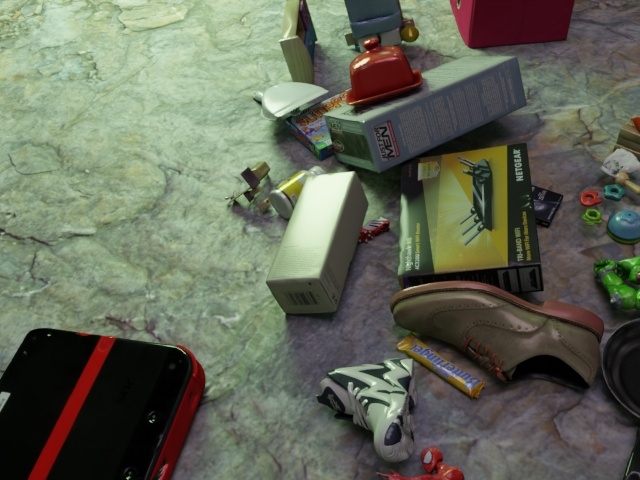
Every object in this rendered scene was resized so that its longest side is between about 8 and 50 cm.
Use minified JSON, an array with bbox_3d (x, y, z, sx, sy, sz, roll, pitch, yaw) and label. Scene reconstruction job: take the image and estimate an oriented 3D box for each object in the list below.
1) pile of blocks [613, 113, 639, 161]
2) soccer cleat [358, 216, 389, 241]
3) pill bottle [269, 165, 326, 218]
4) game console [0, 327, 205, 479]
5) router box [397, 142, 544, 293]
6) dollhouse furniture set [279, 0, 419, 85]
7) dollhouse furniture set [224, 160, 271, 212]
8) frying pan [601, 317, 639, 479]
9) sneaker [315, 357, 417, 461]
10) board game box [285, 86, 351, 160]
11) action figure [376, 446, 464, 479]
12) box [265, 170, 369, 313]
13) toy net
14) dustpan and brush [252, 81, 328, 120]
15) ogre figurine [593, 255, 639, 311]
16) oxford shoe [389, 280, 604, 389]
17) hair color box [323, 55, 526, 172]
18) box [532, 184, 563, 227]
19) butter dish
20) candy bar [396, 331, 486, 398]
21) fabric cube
[{"bbox_3d":[0.738,-0.158,1.484,0.149,0.112,0.362,-22,50,-15],"label":"pile of blocks"},{"bbox_3d":[0.095,-0.022,1.468,0.083,0.029,0.035,-24,39,-18],"label":"soccer cleat"},{"bbox_3d":[-0.040,-0.100,1.522,0.116,0.065,0.065,-37,55,-26],"label":"pill bottle"},{"bbox_3d":[-0.388,0.314,1.188,0.342,0.060,0.386,4,47,15],"label":"game console"},{"bbox_3d":[0.271,-0.036,1.398,0.243,0.081,0.308,-7,46,16],"label":"router box"},{"bbox_3d":[0.061,-0.529,1.754,0.304,0.286,0.198,-9,47,12],"label":"dollhouse furniture set"},{"bbox_3d":[-0.141,-0.104,1.572,0.081,0.091,0.114,-32,12,29],"label":"dollhouse furniture set"},{"bbox_3d":[0.538,0.262,1.160,0.198,0.053,0.326,2,54,9],"label":"frying pan"},{"bbox_3d":[0.062,0.255,1.145,0.153,0.094,0.235,-6,24,13],"label":"sneaker"},{"bbox_3d":[0.042,-0.265,1.685,0.201,0.035,0.136,-30,52,-21],"label":"board game box"},{"bbox_3d":[0.154,0.410,1.024,0.139,0.091,0.280,-2,47,-10],"label":"action figure"},{"bbox_3d":[0.000,0.000,1.392,0.113,0.094,0.275,-3,45,27],"label":"box"},{"bbox_3d":[0.571,-0.094,1.488,0.122,0.045,0.232,7,47,13],"label":"toy net"},{"bbox_3d":[-0.095,-0.317,1.709,0.147,0.060,0.211,-32,45,-25],"label":"dustpan and brush"},{"bbox_3d":[0.568,0.082,1.292,0.197,0.096,0.118,23,41,9],"label":"ogre figurine"},{"bbox_3d":[0.279,0.156,1.231,0.349,0.123,0.130,8,54,13],"label":"oxford shoe"},{"bbox_3d":[0.218,-0.272,1.582,0.375,0.113,0.185,-25,22,-18],"label":"hair color box"},{"bbox_3d":[0.430,-0.068,1.488,0.067,0.018,0.083,23,54,22],"label":"box"},{"bbox_3d":[0.117,-0.353,1.542,0.160,0.118,0.160,-15,20,10],"label":"butter dish"},{"bbox_3d":[0.201,0.207,1.257,0.162,0.018,0.040,32,58,30],"label":"candy bar"},{"bbox_3d":[0.469,-0.659,1.862,0.259,0.258,0.254,-6,49,-1],"label":"fabric cube"}]
